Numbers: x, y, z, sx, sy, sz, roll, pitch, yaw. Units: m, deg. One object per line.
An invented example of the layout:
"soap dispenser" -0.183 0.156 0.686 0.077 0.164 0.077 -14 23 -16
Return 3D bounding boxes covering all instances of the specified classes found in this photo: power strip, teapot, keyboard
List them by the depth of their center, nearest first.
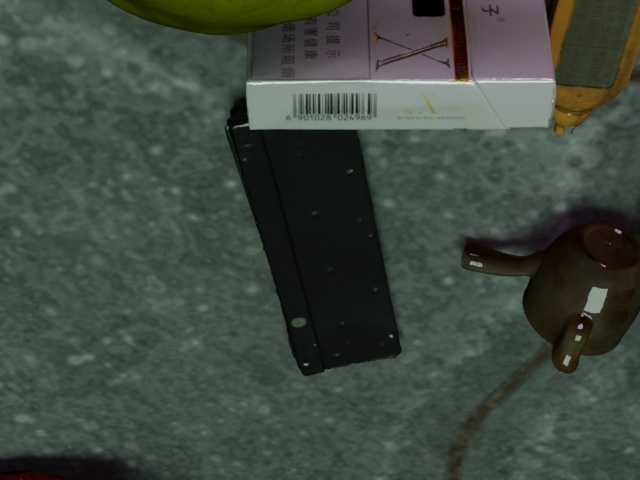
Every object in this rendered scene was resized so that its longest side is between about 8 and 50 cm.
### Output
"power strip" 0.145 -0.122 0.881 0.049 0.028 0.178 4 136 -4
"teapot" 0.137 0.026 1.007 0.110 0.085 0.080 24 133 3
"keyboard" 0.000 -0.001 1.015 0.072 0.023 0.231 -12 136 2

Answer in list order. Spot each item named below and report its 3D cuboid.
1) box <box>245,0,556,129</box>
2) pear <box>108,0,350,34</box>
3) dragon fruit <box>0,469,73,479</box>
"box" 0.040 -0.096 0.868 0.154 0.084 0.040 -1 134 1
"pear" -0.044 -0.180 0.709 0.198 0.198 0.198 0 136 0
"dragon fruit" -0.219 0.249 1.214 0.274 0.126 0.161 3 147 11
